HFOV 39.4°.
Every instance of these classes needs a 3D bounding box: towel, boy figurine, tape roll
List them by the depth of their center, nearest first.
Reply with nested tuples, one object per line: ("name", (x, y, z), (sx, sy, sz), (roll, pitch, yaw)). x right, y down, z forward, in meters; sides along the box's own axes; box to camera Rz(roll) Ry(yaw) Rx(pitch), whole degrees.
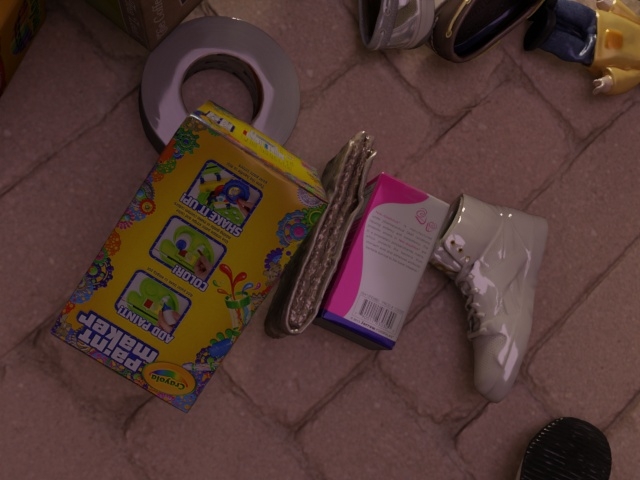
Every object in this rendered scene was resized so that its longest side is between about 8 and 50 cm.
("towel", (0.000, 0.000, 1.196), (0.049, 0.187, 0.282), (23, 78, -7))
("tape roll", (-0.141, -0.196, 1.244), (0.219, 0.072, 0.219), (2, 83, -15))
("boy figurine", (0.464, -0.304, 1.411), (0.285, 0.092, 0.177), (16, 71, -10))

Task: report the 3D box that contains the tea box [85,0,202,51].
("tea box", (-0.267, -0.465, 1.083), (0.323, 0.329, 0.220), (40, 74, 6))

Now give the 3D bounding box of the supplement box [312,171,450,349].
("supplement box", (0.078, 0.032, 1.251), (0.111, 0.114, 0.220), (26, 78, -9))

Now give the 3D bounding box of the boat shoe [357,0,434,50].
("boat shoe", (0.087, -0.437, 1.294), (0.103, 0.118, 0.320), (-13, 100, -34))

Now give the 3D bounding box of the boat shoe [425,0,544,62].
("boat shoe", (0.293, -0.385, 1.308), (0.324, 0.096, 0.116), (-40, 126, 7))

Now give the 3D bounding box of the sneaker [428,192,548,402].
("sneaker", (0.219, 0.076, 1.292), (0.169, 0.108, 0.292), (19, 68, -10))

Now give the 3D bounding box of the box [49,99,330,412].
("box", (-0.143, 0.002, 1.061), (0.177, 0.290, 0.279), (32, 98, -9))

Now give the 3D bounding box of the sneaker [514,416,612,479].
("sneaker", (0.314, 0.402, 1.274), (0.123, 0.146, 0.330), (25, 52, 15))

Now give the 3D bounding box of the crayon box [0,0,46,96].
("crayon box", (-0.426, -0.245, 1.106), (0.081, 0.202, 0.318), (27, 77, -10))
